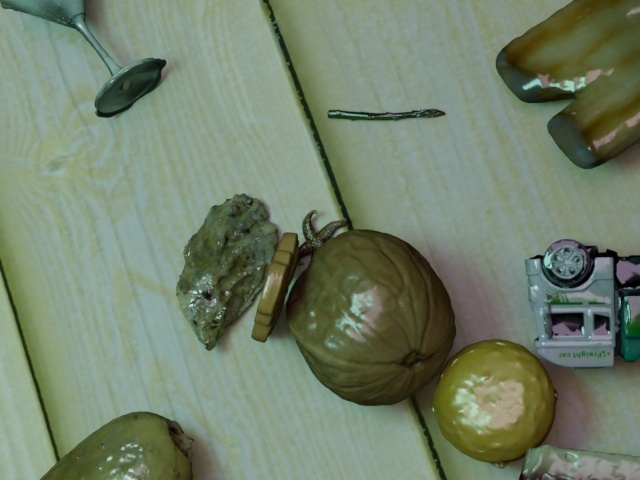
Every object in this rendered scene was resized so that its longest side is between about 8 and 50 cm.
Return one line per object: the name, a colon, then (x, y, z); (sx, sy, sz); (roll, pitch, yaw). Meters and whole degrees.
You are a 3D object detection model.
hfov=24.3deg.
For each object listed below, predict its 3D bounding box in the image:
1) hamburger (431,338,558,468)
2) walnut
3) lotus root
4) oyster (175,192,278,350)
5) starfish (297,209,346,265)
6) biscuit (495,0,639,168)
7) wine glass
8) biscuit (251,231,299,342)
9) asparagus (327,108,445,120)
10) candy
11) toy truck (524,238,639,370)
hamburger: (0.220, 0.205, 1.864); (0.162, 0.115, 0.162); (-4, 73, 12)
walnut: (0.060, 0.095, 1.873); (0.228, 0.228, 0.228); (-3, 75, 11)
lotus root: (-0.305, 0.356, 1.902); (0.342, 0.151, 0.169); (-41, 29, -2)
oyster: (-0.136, 0.030, 2.005); (0.133, 0.072, 0.209); (34, 83, 14)
starfish: (0.000, 0.000, 2.007); (0.091, 0.028, 0.078); (-43, 78, -4)
biscuit: (0.399, -0.241, 1.948); (0.290, 0.062, 0.237); (-36, 56, 1)
wine glass: (-0.333, -0.297, 2.094); (0.156, 0.156, 0.232); (-39, 77, 0)
biscuit: (-0.056, 0.059, 1.891); (0.040, 0.236, 0.144); (12, 89, -3)
asparagus: (0.090, -0.173, 2.039); (0.162, 0.016, 0.016); (0, 57, 12)
candy: (0.388, 0.328, 1.766); (0.320, 0.179, 0.135); (4, 77, 13)
toy truck: (0.433, 0.078, 1.830); (0.363, 0.176, 0.178); (2, 89, 11)
